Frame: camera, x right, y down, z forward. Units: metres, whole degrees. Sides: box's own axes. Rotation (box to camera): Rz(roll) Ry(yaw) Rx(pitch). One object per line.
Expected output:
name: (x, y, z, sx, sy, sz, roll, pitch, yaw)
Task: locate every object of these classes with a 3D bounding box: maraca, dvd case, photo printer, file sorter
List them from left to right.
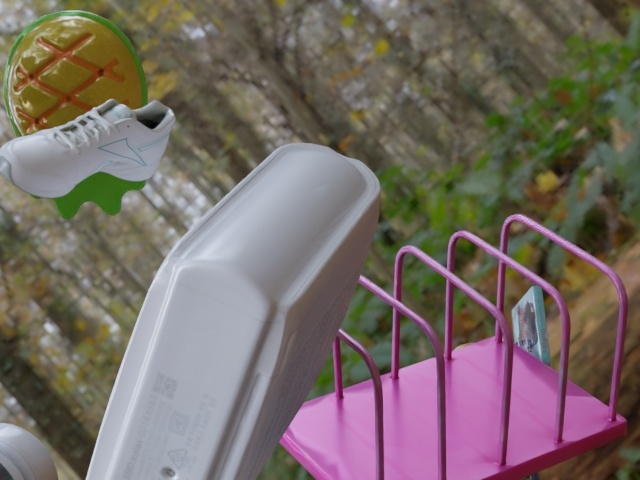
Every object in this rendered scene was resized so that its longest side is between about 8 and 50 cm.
maraca: (-0.216, -0.111, 1.184, 0.127, 0.185, 0.099, -4, 12, 3)
photo printer: (-0.054, 0.071, 1.001, 0.307, 0.107, 0.256, -52, -16, -63)
file sorter: (0.120, 0.110, 1.263, 0.291, 0.202, 0.182, -16, -60, -26)
dvd case: (0.231, 0.106, 1.462, 0.013, 0.087, 0.119, -4, -15, -3)

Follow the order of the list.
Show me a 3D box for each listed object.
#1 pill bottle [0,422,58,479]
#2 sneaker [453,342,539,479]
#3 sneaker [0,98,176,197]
pill bottle: (-0.549, 0.411, 1.919, 0.204, 0.204, 0.361, -46, -4, 28)
sneaker: (0.186, 0.275, 1.569, 0.131, 0.112, 0.296, 118, 159, -55)
sneaker: (-0.165, -0.072, 0.940, 0.152, 0.054, 0.061, -18, -29, -51)
